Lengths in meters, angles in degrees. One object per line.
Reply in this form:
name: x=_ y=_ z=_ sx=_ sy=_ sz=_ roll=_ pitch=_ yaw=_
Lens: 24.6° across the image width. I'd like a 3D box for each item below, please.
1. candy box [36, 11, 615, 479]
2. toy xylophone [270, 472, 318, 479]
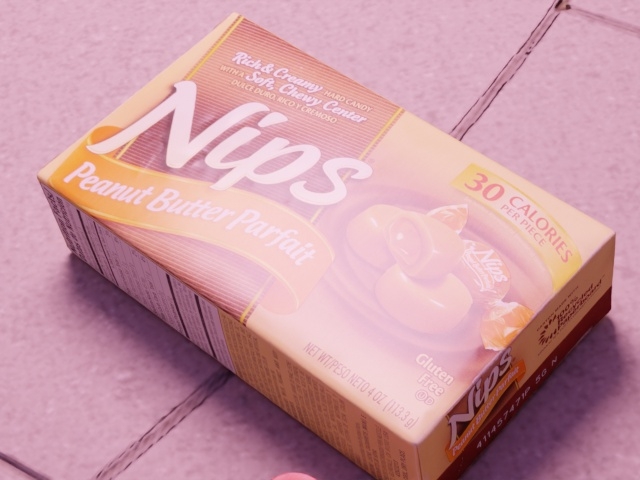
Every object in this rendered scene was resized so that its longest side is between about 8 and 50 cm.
candy box: x=0.000 y=0.000 z=0.908 sx=0.316 sy=0.087 sz=0.183 roll=33 pitch=63 yaw=29
toy xylophone: x=0.033 y=0.228 z=0.727 sx=0.323 sy=0.081 sz=0.236 roll=18 pitch=56 yaw=20
